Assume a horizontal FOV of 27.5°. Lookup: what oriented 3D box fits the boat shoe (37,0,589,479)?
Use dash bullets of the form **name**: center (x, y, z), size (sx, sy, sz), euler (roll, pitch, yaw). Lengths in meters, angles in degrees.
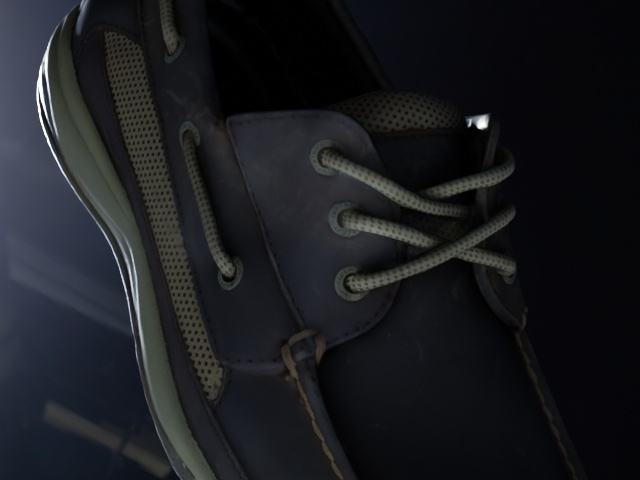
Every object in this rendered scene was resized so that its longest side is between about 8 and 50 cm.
- **boat shoe**: center (0.000, 0.000, 0.478), size (0.355, 0.132, 0.130), euler (55, -46, 27)
